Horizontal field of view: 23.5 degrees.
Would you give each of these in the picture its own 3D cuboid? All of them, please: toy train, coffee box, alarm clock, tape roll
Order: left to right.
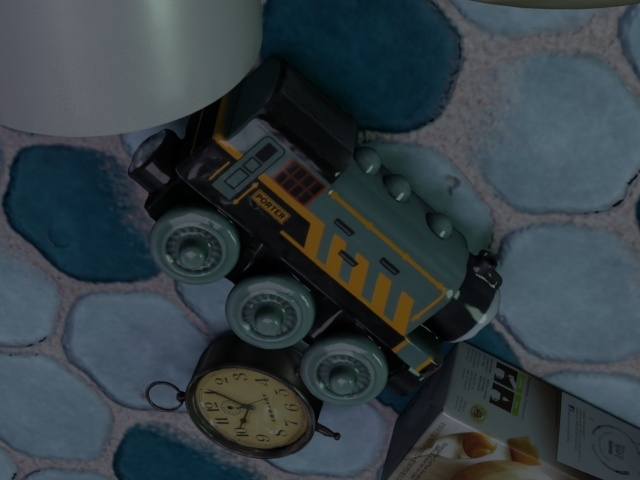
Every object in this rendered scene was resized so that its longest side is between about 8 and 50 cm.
[{"bbox_3d":[-0.165,-0.211,1.096,0.246,0.246,0.169,8,131,10],"label":"tape roll"},{"bbox_3d":[-0.081,0.149,1.498,0.192,0.064,0.129,-3,129,16],"label":"alarm clock"},{"bbox_3d":[0.000,0.000,1.308,0.334,0.142,0.190,41,119,-19],"label":"toy train"},{"bbox_3d":[0.199,0.218,1.452,0.247,0.098,0.141,26,132,-6],"label":"coffee box"}]

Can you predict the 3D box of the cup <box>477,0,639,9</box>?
[{"bbox_3d":[0.199,-0.279,0.911,0.237,0.331,0.331,9,145,-44],"label":"cup"}]
